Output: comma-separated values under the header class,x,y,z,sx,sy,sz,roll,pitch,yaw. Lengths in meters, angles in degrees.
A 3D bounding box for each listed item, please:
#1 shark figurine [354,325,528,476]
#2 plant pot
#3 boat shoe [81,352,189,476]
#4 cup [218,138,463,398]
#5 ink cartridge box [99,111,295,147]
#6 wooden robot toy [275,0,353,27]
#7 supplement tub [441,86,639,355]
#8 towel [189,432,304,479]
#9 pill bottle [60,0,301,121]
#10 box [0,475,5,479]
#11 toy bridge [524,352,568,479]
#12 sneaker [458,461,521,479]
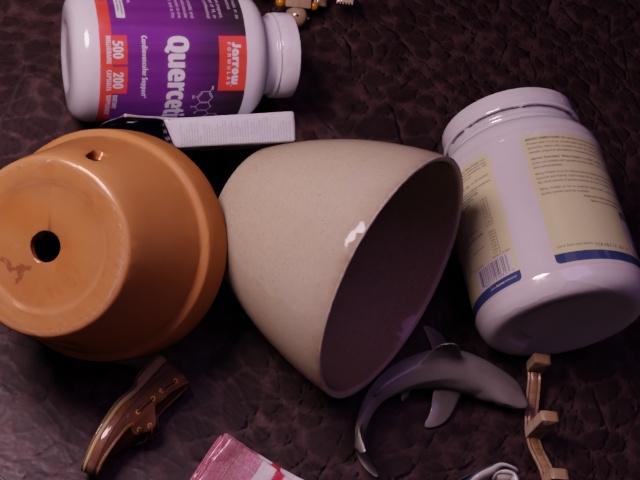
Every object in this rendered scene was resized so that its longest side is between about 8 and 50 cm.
class,x,y,z,sx,sy,sz,roll,pitch,yaw
shark figurine,0.134,0.181,1.451,0.278,0.116,0.166,-17,64,-26
plant pot,-0.275,0.006,1.292,0.291,0.203,0.291,0,90,12
boat shoe,-0.223,0.217,1.348,0.060,0.064,0.178,32,53,6
cup,0.000,0.000,1.423,0.237,0.331,0.331,27,54,24
ink cartridge box,-0.172,-0.144,1.499,0.224,0.223,0.045,-3,94,-18
wooden robot toy,-0.032,-0.375,1.779,0.173,0.076,0.079,3,94,-15
supplement tub,0.301,-0.026,1.552,0.235,0.235,0.325,-1,60,-17
towel,-0.036,0.403,1.310,0.329,0.037,0.237,30,57,2
pill bottle,-0.199,-0.262,1.575,0.323,0.181,0.181,-4,61,-18
box,-0.344,0.347,1.121,0.163,0.247,0.142,37,58,7
toy bridge,0.296,0.248,1.485,0.026,0.063,0.188,8,56,-13
sneaker,0.247,0.340,1.358,0.226,0.163,0.086,7,56,-14
